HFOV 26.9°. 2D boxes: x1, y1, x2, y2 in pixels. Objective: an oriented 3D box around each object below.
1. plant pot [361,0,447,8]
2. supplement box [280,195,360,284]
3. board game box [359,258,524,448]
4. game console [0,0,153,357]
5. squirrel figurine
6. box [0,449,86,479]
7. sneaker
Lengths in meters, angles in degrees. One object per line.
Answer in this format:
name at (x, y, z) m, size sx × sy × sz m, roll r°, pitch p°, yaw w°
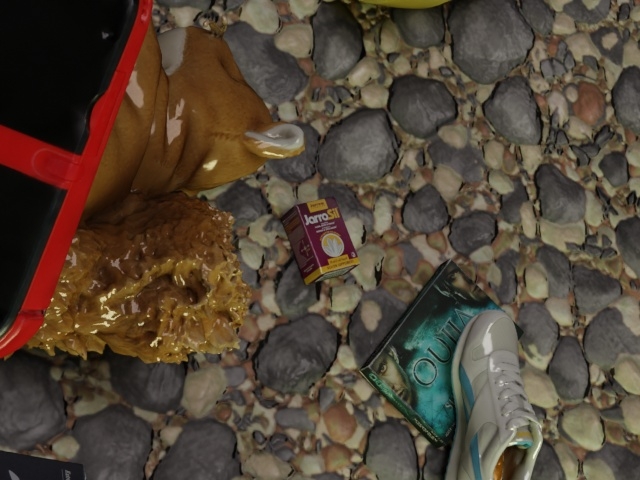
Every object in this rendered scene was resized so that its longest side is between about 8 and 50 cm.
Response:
plant pot at (0.153, -0.400, 1.618) m, size 0.239 × 0.254 × 0.254 m, roll -1°, pitch 70°, yaw -46°
supplement box at (0.000, 0.000, 1.474) m, size 0.055 × 0.043 × 0.083 m, roll -15°, pitch 78°, yaw -31°
board game box at (0.139, 0.125, 1.509) m, size 0.126 × 0.026 × 0.186 m, roll 45°, pitch 56°, yaw -7°
game console at (-0.361, -0.111, 1.057) m, size 0.387 × 0.060 × 0.342 m, roll 21°, pitch 94°, yaw 3°
squirrel figurine at (-0.197, -0.063, 1.262) m, size 0.370 × 0.281 × 0.397 m, roll 6°, pitch 68°, yaw -48°
box at (-0.303, 0.258, 1.123) m, size 0.207 × 0.108 × 0.153 m, roll 16°, pitch 25°, yaw -22°
sneaker at (0.196, 0.186, 1.449) m, size 0.087 × 0.092 × 0.228 m, roll 11°, pitch 78°, yaw -39°
